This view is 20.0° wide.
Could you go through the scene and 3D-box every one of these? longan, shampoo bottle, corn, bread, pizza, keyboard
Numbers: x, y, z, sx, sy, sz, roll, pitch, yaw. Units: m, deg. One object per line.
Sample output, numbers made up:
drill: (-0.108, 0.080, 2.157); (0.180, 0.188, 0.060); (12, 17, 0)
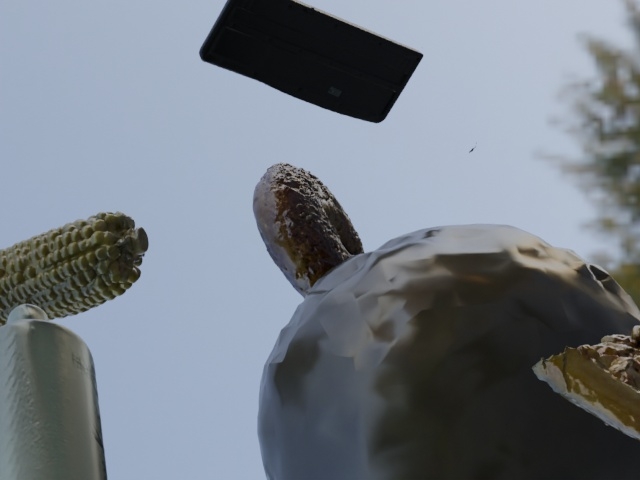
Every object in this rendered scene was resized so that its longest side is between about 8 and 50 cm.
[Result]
longan: (0.151, 0.203, 1.691); (0.404, 0.404, 0.436); (-23, -83, -53)
shampoo bottle: (-0.174, 0.128, 1.110); (0.085, 0.085, 0.262); (58, -170, -36)
corn: (-0.288, 0.044, 1.720); (0.086, 0.288, 0.086); (50, -149, -45)
bread: (0.000, 0.000, 1.904); (0.193, 0.064, 0.193); (47, -161, -22)
pizza: (0.212, 0.093, 1.142); (0.041, 0.178, 0.131); (-62, 7, 20)
keyboard: (0.034, -0.180, 1.921); (0.381, 0.041, 0.103); (20, -71, -38)
